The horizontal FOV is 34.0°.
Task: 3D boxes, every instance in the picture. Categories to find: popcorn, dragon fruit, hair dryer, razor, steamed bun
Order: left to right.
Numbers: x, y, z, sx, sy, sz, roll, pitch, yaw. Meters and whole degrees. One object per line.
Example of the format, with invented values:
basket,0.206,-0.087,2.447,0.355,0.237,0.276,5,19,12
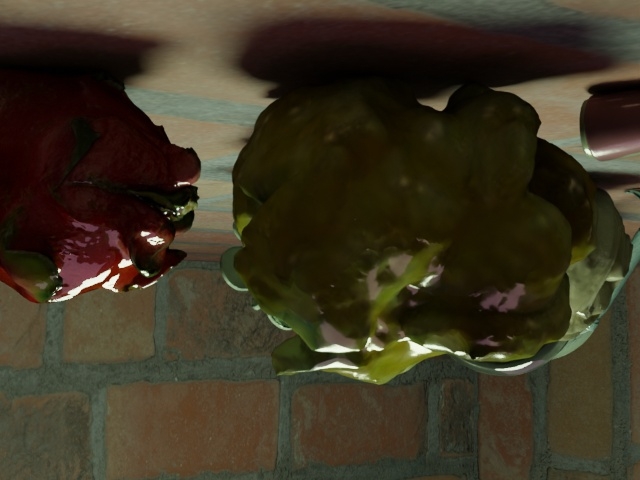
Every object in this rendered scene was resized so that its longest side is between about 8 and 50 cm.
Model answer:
dragon fruit,-0.195,-0.027,0.824,0.200,0.198,0.269,22,155,-3
popcorn,0.061,-0.014,0.790,0.276,0.225,0.276,-2,165,-1
steamed bun,0.331,0.019,1.356,0.144,0.218,0.211,-1,-158,13
razor,0.433,0.032,1.489,0.106,0.232,0.068,5,-146,-35
hair dryer,0.280,-0.099,0.857,0.106,0.054,0.154,-7,-177,27

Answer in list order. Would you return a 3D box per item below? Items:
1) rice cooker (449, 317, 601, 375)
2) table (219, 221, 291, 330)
rice cooker,0.309,0.076,1.676,0.316,0.264,0.316,13,-174,-1
table,0.000,0.000,1.269,0.166,0.166,0.198,4,156,-40
